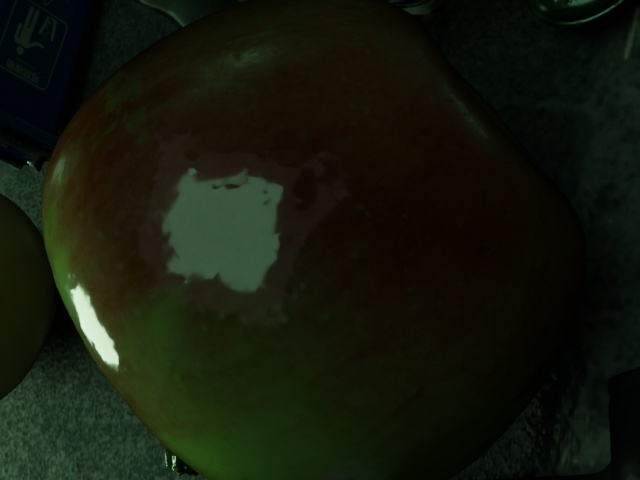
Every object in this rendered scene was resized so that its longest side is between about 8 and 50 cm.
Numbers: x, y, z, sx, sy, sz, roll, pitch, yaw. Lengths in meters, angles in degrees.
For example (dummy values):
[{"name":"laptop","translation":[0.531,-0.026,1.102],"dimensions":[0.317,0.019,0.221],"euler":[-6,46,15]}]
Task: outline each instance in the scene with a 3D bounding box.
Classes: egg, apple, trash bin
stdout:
[{"name":"egg","translation":[-0.347,0.052,0.898],"dimensions":[0.201,0.201,0.244],"euler":[60,136,31]},{"name":"apple","translation":[0.000,0.000,0.593],"dimensions":[0.277,0.319,0.319],"euler":[-35,58,3]},{"name":"trash bin","translation":[-0.337,-0.203,0.997],"dimensions":[0.184,0.162,0.235],"euler":[12,80,38]}]

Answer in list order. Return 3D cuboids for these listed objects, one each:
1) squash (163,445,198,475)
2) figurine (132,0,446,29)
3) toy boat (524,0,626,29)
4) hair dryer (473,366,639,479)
[{"name":"squash","translation":[-0.114,0.067,0.809],"dimensions":[0.066,0.066,0.252],"euler":[-9,73,35]},{"name":"figurine","translation":[0.010,-0.265,0.692],"dimensions":[0.340,0.323,0.232],"euler":[-2,115,43]},{"name":"toy boat","translation":[0.207,-0.240,0.660],"dimensions":[0.104,0.052,0.210],"euler":[30,96,36]},{"name":"hair dryer","translation":[0.150,0.178,0.586],"dimensions":[0.251,0.089,0.197],"euler":[-12,73,44]}]
